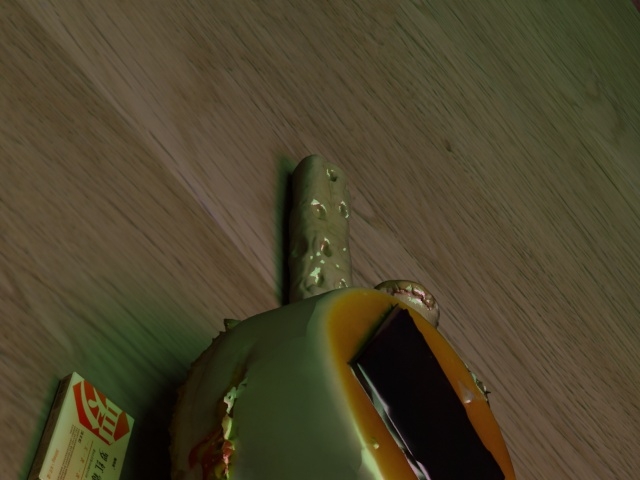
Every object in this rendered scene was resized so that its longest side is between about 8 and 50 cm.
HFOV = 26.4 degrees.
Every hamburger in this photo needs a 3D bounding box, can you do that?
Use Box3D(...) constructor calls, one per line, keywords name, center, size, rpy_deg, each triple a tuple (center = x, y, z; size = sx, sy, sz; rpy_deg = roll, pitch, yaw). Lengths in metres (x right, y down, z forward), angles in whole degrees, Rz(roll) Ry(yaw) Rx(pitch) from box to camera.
Box3D(name="hamburger", center=(0.013, 0.173, 0.956), size=(0.276, 0.179, 0.294), rpy_deg=(58, 25, -7))

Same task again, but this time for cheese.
Box3D(name="cheese", center=(0.000, 0.000, 1.240), size=(0.065, 0.043, 0.194), rpy_deg=(41, 33, -33))

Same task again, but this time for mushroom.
Box3D(name="mushroom", center=(0.067, 0.124, 1.201), size=(0.209, 0.071, 0.084), rpy_deg=(-80, 166, -46))

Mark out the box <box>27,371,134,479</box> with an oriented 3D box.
Box3D(name="box", center=(-0.154, 0.136, 0.887), size=(0.058, 0.015, 0.093), rpy_deg=(43, 33, -25))
